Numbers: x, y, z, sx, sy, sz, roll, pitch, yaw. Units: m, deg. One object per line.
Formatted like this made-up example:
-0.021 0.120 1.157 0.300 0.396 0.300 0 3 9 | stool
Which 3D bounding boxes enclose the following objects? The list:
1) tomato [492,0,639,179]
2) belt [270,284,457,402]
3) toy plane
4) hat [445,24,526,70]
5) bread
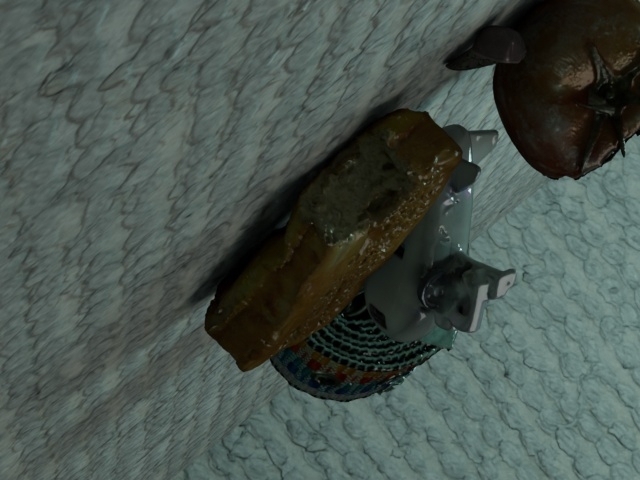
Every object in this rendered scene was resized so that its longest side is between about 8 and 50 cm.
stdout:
0.275 -0.188 2.028 0.214 0.155 0.181 -44 -152 1 | tomato
0.057 0.089 2.396 0.257 0.207 0.150 -25 168 -31 | belt
0.122 -0.007 2.116 0.122 0.267 0.267 -2 149 -36 | toy plane
0.169 -0.201 1.948 0.087 0.042 0.058 -5 -174 29 | hat
0.000 0.000 2.021 0.185 0.109 0.380 -25 163 -38 | bread
